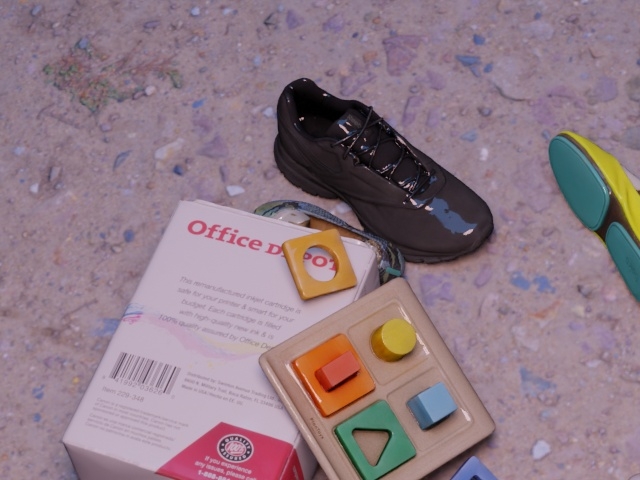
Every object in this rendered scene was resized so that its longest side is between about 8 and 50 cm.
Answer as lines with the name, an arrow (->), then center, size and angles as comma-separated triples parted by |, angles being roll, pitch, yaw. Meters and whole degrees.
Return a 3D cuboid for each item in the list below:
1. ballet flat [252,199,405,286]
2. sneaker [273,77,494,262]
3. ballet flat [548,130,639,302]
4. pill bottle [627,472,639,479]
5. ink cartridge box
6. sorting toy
ballet flat -> 0.000, 0.000, 2.093 | 0.188, 0.070, 0.070 | 17, 60, 21
sneaker -> 0.058, -0.077, 2.104 | 0.286, 0.130, 0.109 | 29, 63, 24
ballet flat -> 0.322, -0.025, 2.070 | 0.077, 0.077, 0.231 | -12, 55, -25
pill bottle -> 0.386, 0.316, 1.769 | 0.265, 0.153, 0.153 | 15, 60, 19
ink cartridge box -> -0.091, 0.134, 1.983 | 0.226, 0.131, 0.306 | 16, 58, 16
sorting toy -> 0.061, 0.143, 1.896 | 0.196, 0.047, 0.347 | -28, 83, -30
